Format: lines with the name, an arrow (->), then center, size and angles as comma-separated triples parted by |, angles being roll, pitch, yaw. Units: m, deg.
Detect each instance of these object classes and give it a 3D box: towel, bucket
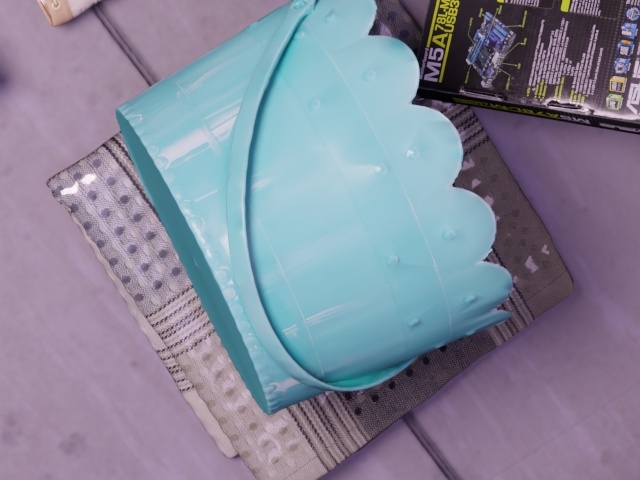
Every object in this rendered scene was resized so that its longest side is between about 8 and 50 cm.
towel -> 0.000, 0.000, 1.533 | 0.312, 0.056, 0.324 | -35, 105, -8
bucket -> -0.009, -0.024, 1.366 | 0.183, 0.281, 0.281 | -27, 107, -8

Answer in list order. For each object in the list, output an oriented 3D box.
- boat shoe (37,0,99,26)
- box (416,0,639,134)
boat shoe -> -0.223, -0.226, 1.414 | 0.059, 0.063, 0.170 | -43, 109, -9
box -> 0.176, -0.186, 1.467 | 0.184, 0.045, 0.190 | 10, 84, 21
